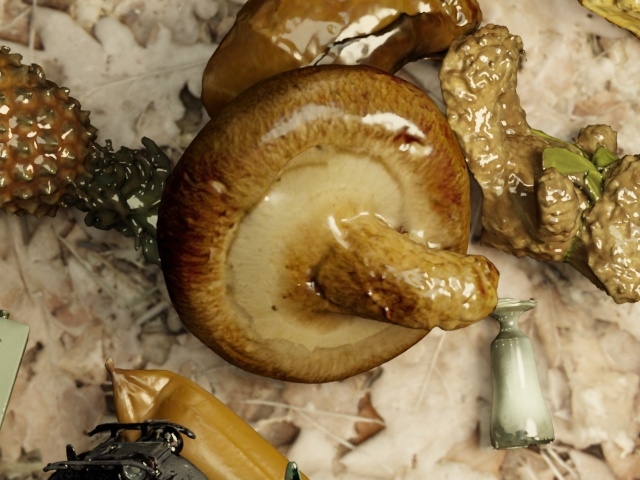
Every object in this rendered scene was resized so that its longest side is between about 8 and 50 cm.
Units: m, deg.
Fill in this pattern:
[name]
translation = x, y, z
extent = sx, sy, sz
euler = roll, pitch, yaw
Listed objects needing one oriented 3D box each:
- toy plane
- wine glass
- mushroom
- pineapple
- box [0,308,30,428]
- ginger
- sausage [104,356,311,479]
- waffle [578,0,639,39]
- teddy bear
[toy plane]
translation = -0.138, 0.265, 1.589
extent = 0.382, 0.106, 0.155
euler = -5, 106, 22
[wine glass]
translation = 0.204, 0.141, 1.713
extent = 0.072, 0.072, 0.155
euler = -6, 80, -2
[mushroom]
translation = -0.004, -0.011, 1.632
extent = 0.345, 0.239, 0.345
euler = 0, 95, -2
[pineapple]
translation = -0.269, -0.071, 1.711
extent = 0.361, 0.175, 0.175
euler = 34, 81, -11
[box]
translation = -0.455, 0.138, 1.677
extent = 0.270, 0.045, 0.210
euler = 15, 63, -7
[ginger]
translation = 0.019, -0.217, 1.725
extent = 0.321, 0.172, 0.165
euler = -24, 44, -4
[sausage]
translation = -0.102, 0.238, 1.672
extent = 0.328, 0.112, 0.112
euler = 41, 82, 6
[waffle]
translation = 0.386, -0.360, 1.734
extent = 0.091, 0.213, 0.308
euler = 4, 78, 45
[teddy bear]
translation = 0.257, -0.083, 1.674
extent = 0.223, 0.246, 0.296
euler = -6, 102, 19
